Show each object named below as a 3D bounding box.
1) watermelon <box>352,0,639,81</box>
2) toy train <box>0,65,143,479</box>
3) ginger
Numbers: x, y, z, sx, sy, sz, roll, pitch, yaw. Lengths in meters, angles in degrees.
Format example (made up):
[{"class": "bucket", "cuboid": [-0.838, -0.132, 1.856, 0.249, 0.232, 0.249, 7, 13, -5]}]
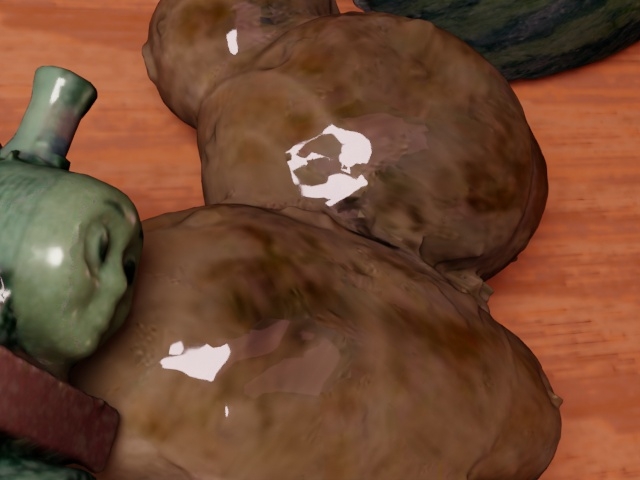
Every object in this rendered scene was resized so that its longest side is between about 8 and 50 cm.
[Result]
[{"class": "watermelon", "cuboid": [0.119, -0.213, 0.718, 0.283, 0.292, 0.250, -33, 122, -4]}, {"class": "toy train", "cuboid": [-0.199, 0.027, 0.432, 0.305, 0.150, 0.221, 12, 73, 15]}, {"class": "ginger", "cuboid": [0.000, 0.000, 0.572, 0.245, 0.155, 0.304, 14, 56, -7]}]
